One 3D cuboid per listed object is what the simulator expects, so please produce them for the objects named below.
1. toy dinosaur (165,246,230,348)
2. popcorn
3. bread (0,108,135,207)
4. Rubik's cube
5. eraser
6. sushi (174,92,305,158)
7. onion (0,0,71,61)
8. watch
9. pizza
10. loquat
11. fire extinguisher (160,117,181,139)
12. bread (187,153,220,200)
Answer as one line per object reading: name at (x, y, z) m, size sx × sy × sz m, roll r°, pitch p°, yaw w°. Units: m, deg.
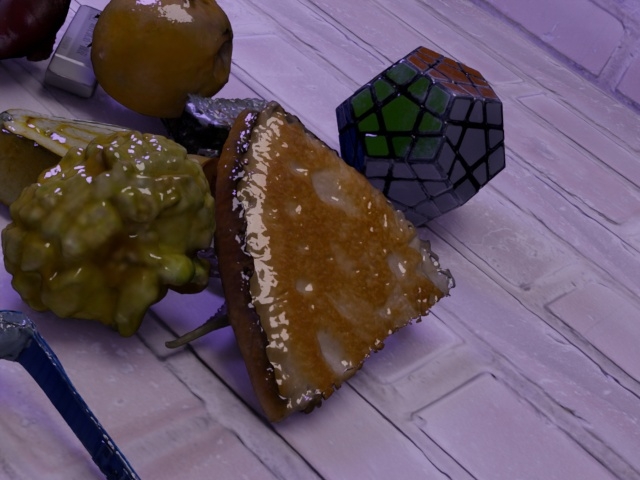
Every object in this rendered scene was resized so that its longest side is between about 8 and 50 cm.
toy dinosaur at (-0.114, 0.089, 1.503) m, size 0.200 × 0.072 × 0.251 m, roll 11°, pitch 40°, yaw -13°
popcorn at (-0.255, -0.011, 1.363) m, size 0.270 × 0.257 × 0.224 m, roll 11°, pitch 4°, yaw -31°
bread at (-0.359, -0.100, 1.545) m, size 0.257 × 0.124 × 0.186 m, roll 16°, pitch 24°, yaw -15°
Rubik's cube at (0.176, -0.185, 1.948) m, size 0.264 × 0.319 × 0.319 m, roll -10°, pitch 39°, yaw -10°
eraser at (-0.415, -0.337, 1.932) m, size 0.089 × 0.061 × 0.352 m, roll 19°, pitch 31°, yaw -12°
sushi at (-0.131, -0.161, 1.776) m, size 0.136 × 0.126 × 0.225 m, roll 38°, pitch 21°, yaw 35°
onion at (-0.494, -0.382, 1.797) m, size 0.195 × 0.272 × 0.272 m, roll 51°, pitch 10°, yaw -41°
watch at (-0.347, 0.203, 1.095) m, size 0.276 × 0.068 × 0.274 m, roll -16°, pitch 64°, yaw -51°
pizza at (-0.024, -0.004, 1.504) m, size 0.435 × 0.080 × 0.391 m, roll -34°, pitch 93°, yaw -50°
loquat at (-0.266, -0.318, 1.805) m, size 0.244 × 0.243 × 0.244 m, roll 20°, pitch 30°, yaw -12°
fire extinguisher at (-0.255, -0.227, 1.902) m, size 0.064 × 0.043 × 0.158 m, roll -8°, pitch 41°, yaw -19°
bread at (-0.189, -0.068, 1.625) m, size 0.086 × 0.125 × 0.156 m, roll 17°, pitch 30°, yaw 19°
